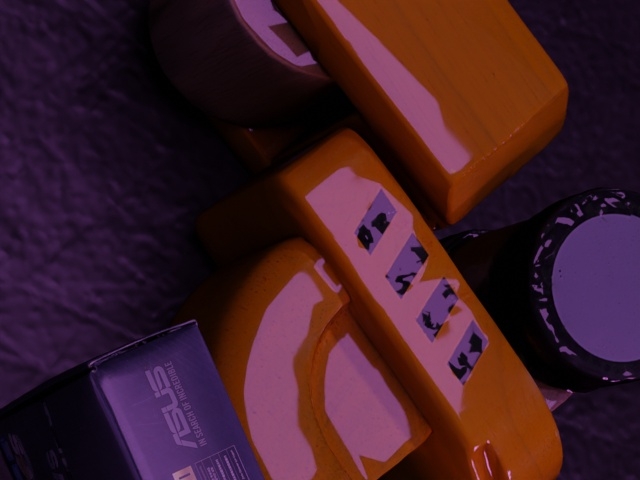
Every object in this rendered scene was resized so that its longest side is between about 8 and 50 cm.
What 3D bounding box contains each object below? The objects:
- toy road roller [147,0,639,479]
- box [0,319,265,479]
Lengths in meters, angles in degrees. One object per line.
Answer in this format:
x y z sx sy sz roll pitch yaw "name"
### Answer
0.000 0.000 0.925 0.240 0.202 0.329 -37 96 -21 "toy road roller"
-0.064 0.164 0.865 0.059 0.183 0.233 -23 88 -27 "box"
